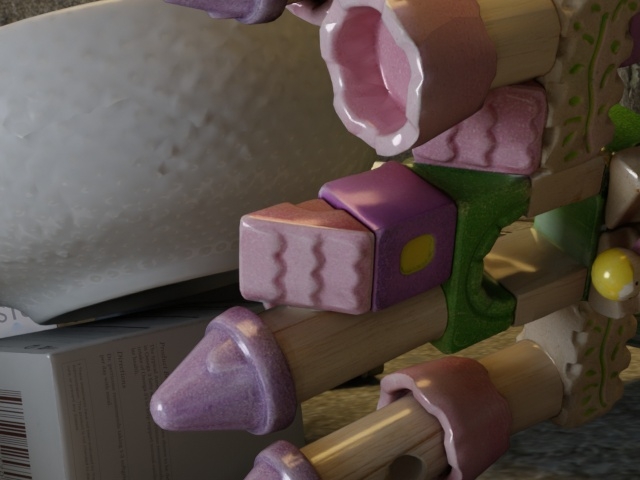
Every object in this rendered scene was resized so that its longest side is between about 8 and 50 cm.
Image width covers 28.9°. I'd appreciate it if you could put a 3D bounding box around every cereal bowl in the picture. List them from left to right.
[{"bbox_3d":[-0.113,-0.034,0.764,0.339,0.141,0.339,-14,-4,-1],"label":"cereal bowl"}]

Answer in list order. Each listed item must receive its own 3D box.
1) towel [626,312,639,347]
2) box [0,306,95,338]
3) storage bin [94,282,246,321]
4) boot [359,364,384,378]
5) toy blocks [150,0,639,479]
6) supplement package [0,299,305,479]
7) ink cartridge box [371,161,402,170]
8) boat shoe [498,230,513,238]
[{"bbox_3d":[0.230,0.050,0.801,0.325,0.038,0.248,15,-6,-30],"label":"towel"},{"bbox_3d":[-0.336,0.051,1.115,0.262,0.127,0.231,-12,-3,5],"label":"box"},{"bbox_3d":[-0.108,0.073,0.898,0.135,0.091,0.098,-7,46,-32],"label":"storage bin"},{"bbox_3d":[-0.066,0.093,1.056,0.208,0.076,0.189,-12,4,-9],"label":"boot"},{"bbox_3d":[0.048,0.020,0.520,0.260,0.289,0.309,-21,41,-29],"label":"toy blocks"},{"bbox_3d":[-0.110,0.100,0.752,0.179,0.105,0.105,-9,4,-44],"label":"supplement package"},{"bbox_3d":[0.000,0.000,1.277,0.208,0.045,0.206,5,52,13],"label":"ink cartridge box"},{"bbox_3d":[0.081,0.019,1.347,0.305,0.091,0.109,-6,-35,-5],"label":"boat shoe"}]
